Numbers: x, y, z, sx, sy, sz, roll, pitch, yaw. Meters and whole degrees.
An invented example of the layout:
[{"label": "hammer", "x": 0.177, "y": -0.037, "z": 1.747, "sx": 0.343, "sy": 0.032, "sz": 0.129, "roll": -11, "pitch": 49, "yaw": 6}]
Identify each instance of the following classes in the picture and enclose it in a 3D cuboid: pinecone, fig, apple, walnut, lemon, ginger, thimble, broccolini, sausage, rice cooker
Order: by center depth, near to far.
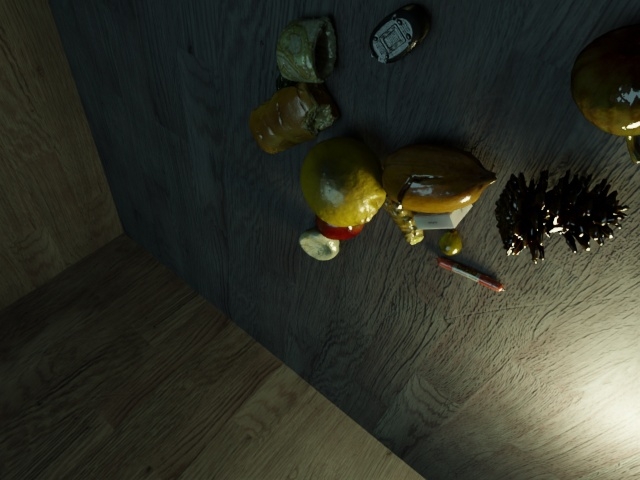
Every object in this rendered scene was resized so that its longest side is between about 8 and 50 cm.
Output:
[{"label": "fig", "x": 0.630, "y": -0.264, "z": 0.879, "sx": 0.217, "sy": 0.217, "sz": 0.321, "roll": 15, "pitch": 154, "yaw": 38}, {"label": "pinecone", "x": 0.584, "y": -0.060, "z": 1.071, "sx": 0.292, "sy": 0.246, "sz": 0.246, "roll": 0, "pitch": 125, "yaw": 28}, {"label": "rice cooker", "x": 0.201, "y": -0.532, "z": 1.126, "sx": 0.165, "sy": 0.106, "sz": 0.112, "roll": -27, "pitch": 107, "yaw": 43}, {"label": "walnut", "x": 0.333, "y": -0.178, "z": 1.255, "sx": 0.336, "sy": 0.209, "sz": 0.209, "roll": 5, "pitch": 128, "yaw": 35}, {"label": "thimble", "x": -0.041, "y": -0.577, "z": 1.310, "sx": 0.143, "sy": 0.137, "sz": 0.190, "roll": 22, "pitch": 115, "yaw": 34}, {"label": "lemon", "x": 0.076, "y": -0.192, "z": 1.427, "sx": 0.297, "sy": 0.297, "sz": 0.297, "roll": 28, "pitch": 141, "yaw": 26}, {"label": "fig", "x": 0.431, "y": 0.005, "z": 1.436, "sx": 0.074, "sy": 0.074, "sz": 0.088, "roll": 19, "pitch": 118, "yaw": 34}, {"label": "ginger", "x": 0.289, "y": -0.081, "z": 1.489, "sx": 0.205, "sy": 0.081, "sz": 0.115, "roll": 48, "pitch": 152, "yaw": 1}, {"label": "sausage", "x": 0.508, "y": 0.114, "z": 1.489, "sx": 0.253, "sy": 0.034, "sz": 0.034, "roll": 25, "pitch": 139, "yaw": 28}, {"label": "broccolini", "x": -0.125, "y": -0.538, "z": 1.500, "sx": 0.091, "sy": 0.068, "sz": 0.202, "roll": 28, "pitch": 146, "yaw": -6}, {"label": "apple", "x": 0.076, "y": -0.085, "z": 1.633, "sx": 0.168, "sy": 0.181, "sz": 0.181, "roll": 15, "pitch": 134, "yaw": 34}]

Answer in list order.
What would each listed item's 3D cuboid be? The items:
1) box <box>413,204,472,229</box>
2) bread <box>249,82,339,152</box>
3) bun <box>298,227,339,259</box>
[{"label": "box", "x": 0.378, "y": -0.090, "z": 1.344, "sx": 0.130, "sy": 0.129, "sz": 0.051, "roll": -2, "pitch": 122, "yaw": 48}, {"label": "bread", "x": -0.108, "y": -0.423, "z": 1.508, "sx": 0.344, "sy": 0.149, "sz": 0.195, "roll": -11, "pitch": 121, "yaw": 51}, {"label": "bun", "x": 0.000, "y": 0.000, "z": 1.860, "sx": 0.183, "sy": 0.102, "sz": 0.183, "roll": 18, "pitch": 146, "yaw": 12}]
